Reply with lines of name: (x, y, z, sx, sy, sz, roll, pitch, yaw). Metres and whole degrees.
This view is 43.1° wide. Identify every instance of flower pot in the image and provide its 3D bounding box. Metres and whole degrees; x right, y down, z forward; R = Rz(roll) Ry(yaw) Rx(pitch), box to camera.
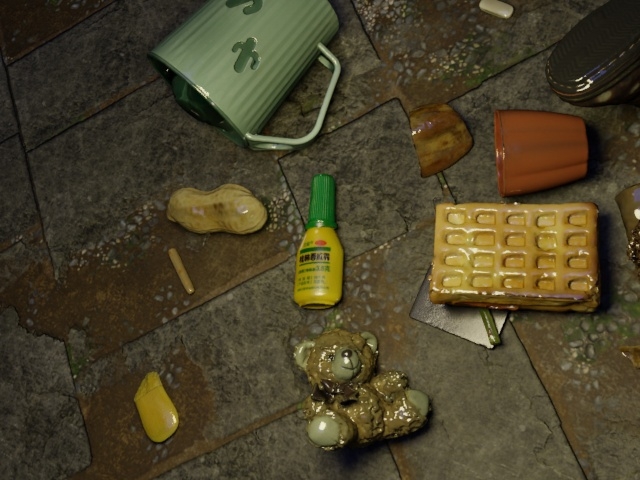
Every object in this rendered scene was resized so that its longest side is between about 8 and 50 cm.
flower pot: (0.445, -0.180, 1.644, 0.173, 0.190, 0.190, -2, 70, 9)

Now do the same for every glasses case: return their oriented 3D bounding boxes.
glasses case: (0.405, -0.536, 1.866, 0.083, 0.021, 0.032, 30, 84, 28)

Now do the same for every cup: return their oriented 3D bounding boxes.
cup: (-0.149, -0.420, 1.935, 0.392, 0.401, 0.310, -48, 28, -5)

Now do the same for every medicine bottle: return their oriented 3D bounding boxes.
medicine bottle: (0.000, 0.000, 1.808, 0.111, 0.076, 0.308, -4, 69, 19)

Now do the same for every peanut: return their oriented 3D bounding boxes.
peanut: (-0.248, -0.079, 1.916, 0.275, 0.111, 0.125, 4, 69, 23)

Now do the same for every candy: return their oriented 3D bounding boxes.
candy: (0.690, -0.073, 1.538, 0.234, 0.102, 0.104, -15, 66, 14)

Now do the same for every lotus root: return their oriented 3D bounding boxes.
lotus root: (0.253, -0.239, 1.784, 0.135, 0.095, 0.159, -23, 70, 9)

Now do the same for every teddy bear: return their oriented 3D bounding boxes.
teddy bear: (0.062, 0.292, 1.633, 0.267, 0.156, 0.256, -6, 63, -23)

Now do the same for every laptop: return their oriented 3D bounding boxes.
laptop: (0.293, 0.132, 1.675, 0.197, 0.016, 0.135, 21, 81, 29)

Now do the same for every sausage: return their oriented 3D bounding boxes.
sausage: (-0.333, 0.075, 1.943, 0.024, 0.024, 0.132, -34, 63, 8)

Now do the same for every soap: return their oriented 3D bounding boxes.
soap: (-0.380, 0.378, 1.847, 0.089, 0.033, 0.168, -38, 61, 3)

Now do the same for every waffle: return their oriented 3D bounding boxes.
waffle: (0.383, 0.029, 1.604, 0.328, 0.098, 0.224, 1, 66, 17)

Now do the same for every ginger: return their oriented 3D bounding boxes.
ginger: (0.621, 0.216, 1.495, 0.137, 0.044, 0.057, 3, 28, 15)

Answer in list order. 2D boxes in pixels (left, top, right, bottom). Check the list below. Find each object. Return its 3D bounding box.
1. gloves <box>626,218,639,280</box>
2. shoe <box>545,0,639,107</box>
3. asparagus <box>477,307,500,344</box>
gloves: (0.693, 0.066, 1.462, 0.210, 0.135, 0.312, -38, 82, 30)
shoe: (0.621, -0.351, 1.591, 0.384, 0.237, 0.171, -38, 43, -8)
asparagus: (0.316, 0.098, 1.654, 0.024, 0.025, 0.248, -52, 48, 51)
